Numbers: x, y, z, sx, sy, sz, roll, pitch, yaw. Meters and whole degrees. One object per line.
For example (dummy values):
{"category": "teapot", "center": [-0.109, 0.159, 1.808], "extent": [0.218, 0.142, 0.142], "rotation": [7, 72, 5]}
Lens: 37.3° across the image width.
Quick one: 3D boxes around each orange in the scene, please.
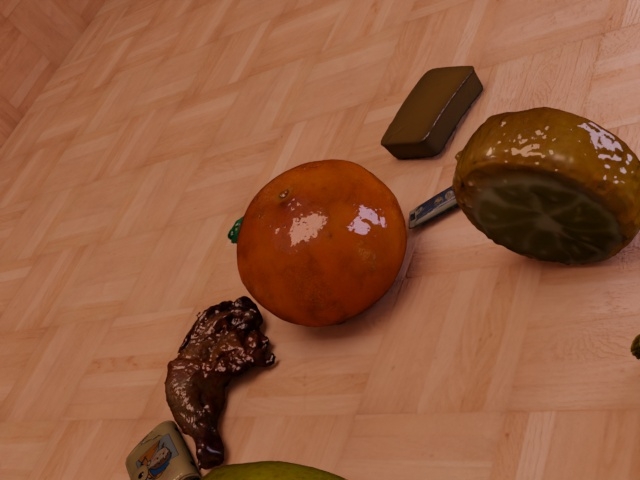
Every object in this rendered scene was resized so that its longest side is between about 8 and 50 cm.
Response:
{"category": "orange", "center": [0.000, 0.000, 1.536], "extent": [0.284, 0.226, 0.283], "rotation": [-22, 43, 22]}

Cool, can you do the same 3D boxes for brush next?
{"category": "brush", "center": [0.206, -0.234, 1.738], "extent": [0.123, 0.059, 0.197], "rotation": [4, 54, 52]}

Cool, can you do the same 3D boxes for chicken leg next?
{"category": "chicken leg", "center": [-0.172, 0.231, 1.589], "extent": [0.177, 0.083, 0.322], "rotation": [7, 53, 32]}

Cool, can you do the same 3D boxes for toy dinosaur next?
{"category": "toy dinosaur", "center": [-0.137, -0.033, 1.874], "extent": [0.132, 0.059, 0.096], "rotation": [-40, 26, 19]}

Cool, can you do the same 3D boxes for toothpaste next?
{"category": "toothpaste", "center": [0.228, -0.076, 1.555], "extent": [0.197, 0.035, 0.057], "rotation": [-30, 26, 24]}

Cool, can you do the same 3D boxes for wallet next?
{"category": "wallet", "center": [-0.262, 0.372, 1.548], "extent": [0.110, 0.039, 0.155], "rotation": [-42, 32, -3]}

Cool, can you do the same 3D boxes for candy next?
{"category": "candy", "center": [0.306, -0.069, 1.263], "extent": [0.260, 0.260, 0.118], "rotation": [-4, 54, 44]}

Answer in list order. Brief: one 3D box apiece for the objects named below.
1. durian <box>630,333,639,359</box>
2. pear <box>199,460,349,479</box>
{"category": "durian", "center": [0.495, 0.064, 1.006], "extent": [0.356, 0.157, 0.169], "rotation": [-26, 20, 24]}
{"category": "pear", "center": [-0.061, 0.391, 1.140], "extent": [0.342, 0.238, 0.318], "rotation": [-41, 41, 3]}
